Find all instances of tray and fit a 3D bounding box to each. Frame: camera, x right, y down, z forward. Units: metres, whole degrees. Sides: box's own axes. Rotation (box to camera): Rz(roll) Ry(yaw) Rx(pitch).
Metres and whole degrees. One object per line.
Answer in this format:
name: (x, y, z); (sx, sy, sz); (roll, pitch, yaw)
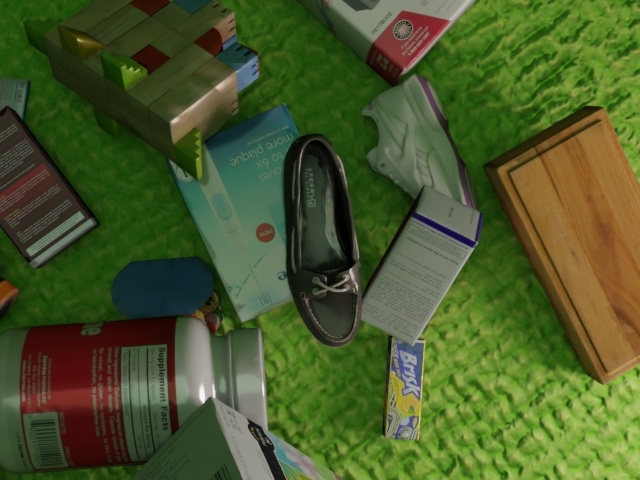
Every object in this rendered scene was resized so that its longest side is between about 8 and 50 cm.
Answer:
tray: (0.450, 0.010, 1.707); (0.203, 0.076, 0.411); (-30, 104, -4)

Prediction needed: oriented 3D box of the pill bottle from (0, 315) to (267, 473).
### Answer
pill bottle: (-0.290, 0.236, 1.630); (0.408, 0.229, 0.229); (-4, 86, -3)

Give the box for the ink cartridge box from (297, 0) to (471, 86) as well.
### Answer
ink cartridge box: (0.091, -0.445, 1.745); (0.306, 0.131, 0.226); (41, 85, -1)

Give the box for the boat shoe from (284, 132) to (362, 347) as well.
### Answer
boat shoe: (0.000, 0.000, 1.602); (0.112, 0.095, 0.335); (-8, 87, -6)

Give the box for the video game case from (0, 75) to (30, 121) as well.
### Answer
video game case: (-0.581, -0.222, 1.756); (0.166, 0.015, 0.119); (8, 86, -2)

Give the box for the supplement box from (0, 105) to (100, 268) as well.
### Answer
supplement box: (-0.487, -0.085, 1.713); (0.130, 0.073, 0.239); (-36, 94, -5)

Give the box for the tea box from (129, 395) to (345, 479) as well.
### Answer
tea box: (-0.134, 0.468, 1.532); (0.329, 0.220, 0.323); (-47, 125, 8)

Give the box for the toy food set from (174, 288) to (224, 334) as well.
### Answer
toy food set: (-0.203, 0.123, 1.746); (0.083, 0.020, 0.082); (-11, 87, -4)

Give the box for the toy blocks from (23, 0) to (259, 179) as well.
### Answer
toy blocks: (-0.245, -0.298, 1.683); (0.381, 0.190, 0.261); (35, 60, 23)

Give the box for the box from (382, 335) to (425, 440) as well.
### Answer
box: (0.138, 0.244, 1.736); (0.059, 0.054, 0.168); (4, 85, -2)

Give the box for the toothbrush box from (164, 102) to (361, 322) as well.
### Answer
toothbrush box: (-0.095, -0.040, 1.710); (0.216, 0.126, 0.295); (-24, 89, -5)

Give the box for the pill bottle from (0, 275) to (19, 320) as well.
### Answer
pill bottle: (-0.608, 0.042, 1.679); (0.246, 0.130, 0.130); (37, 85, 0)

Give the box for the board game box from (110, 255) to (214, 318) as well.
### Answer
board game box: (-0.257, 0.087, 1.717); (0.169, 0.033, 0.133); (-5, 43, -1)

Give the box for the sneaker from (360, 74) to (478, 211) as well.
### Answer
sneaker: (0.168, -0.116, 1.753); (0.152, 0.114, 0.305); (-22, 88, 16)

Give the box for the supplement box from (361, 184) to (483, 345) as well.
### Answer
supplement box: (0.158, 0.041, 1.674); (0.114, 0.111, 0.220); (26, 119, 0)
